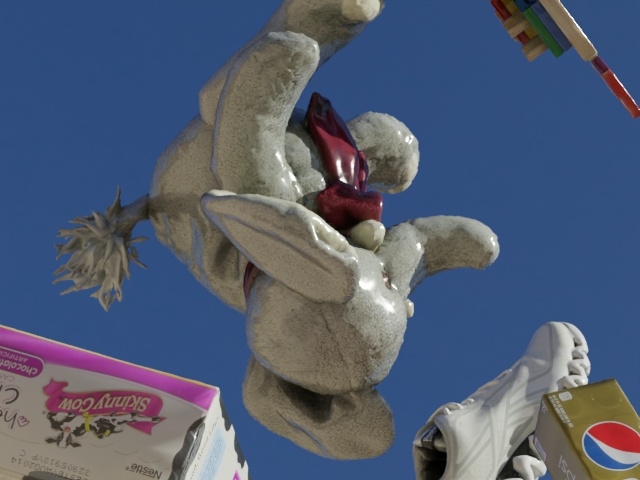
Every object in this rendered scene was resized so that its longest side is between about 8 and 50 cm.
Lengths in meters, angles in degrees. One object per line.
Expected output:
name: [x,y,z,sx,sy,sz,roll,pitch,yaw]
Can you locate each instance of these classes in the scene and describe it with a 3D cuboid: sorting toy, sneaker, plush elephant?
sorting toy: [0.154,-0.192,1.357,0.046,0.132,0.274,-37,-71,10]
sneaker: [0.156,0.173,1.569,0.118,0.292,0.110,30,-37,2]
plush elephant: [0.000,0.000,1.272,0.255,0.330,0.272,42,-23,31]

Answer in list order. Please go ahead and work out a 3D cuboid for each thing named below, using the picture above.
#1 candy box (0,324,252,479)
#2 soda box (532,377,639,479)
candy box: [-0.117,0.125,0.873,0.159,0.071,0.233,15,-24,12]
soda box: [0.216,0.185,1.220,0.061,0.181,0.058,-12,-43,-16]
